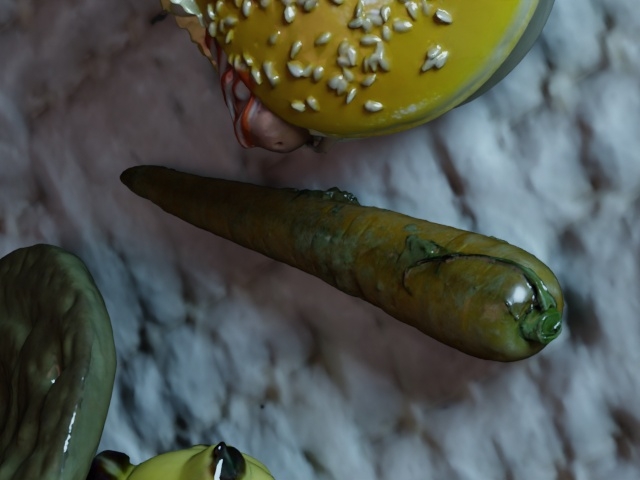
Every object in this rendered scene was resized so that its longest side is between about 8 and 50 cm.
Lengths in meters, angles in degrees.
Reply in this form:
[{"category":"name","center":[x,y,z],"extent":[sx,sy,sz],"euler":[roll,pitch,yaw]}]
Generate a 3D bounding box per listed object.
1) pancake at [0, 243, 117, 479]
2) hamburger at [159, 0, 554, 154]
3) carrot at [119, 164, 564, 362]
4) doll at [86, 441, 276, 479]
[{"category":"pancake","center":[-0.159,0.115,0.890],"extent":[0.222,0.042,0.236],"euler":[6,71,62]},{"category":"hamburger","center":[0.000,-0.137,0.744],"extent":[0.173,0.116,0.210],"euler":[-29,77,35]},{"category":"carrot","center":[0.000,0.000,0.810],"extent":[0.254,0.049,0.049],"euler":[19,107,41]},{"category":"doll","center":[-0.105,0.180,0.887],"extent":[0.117,0.086,0.291],"euler":[46,125,-1]}]
